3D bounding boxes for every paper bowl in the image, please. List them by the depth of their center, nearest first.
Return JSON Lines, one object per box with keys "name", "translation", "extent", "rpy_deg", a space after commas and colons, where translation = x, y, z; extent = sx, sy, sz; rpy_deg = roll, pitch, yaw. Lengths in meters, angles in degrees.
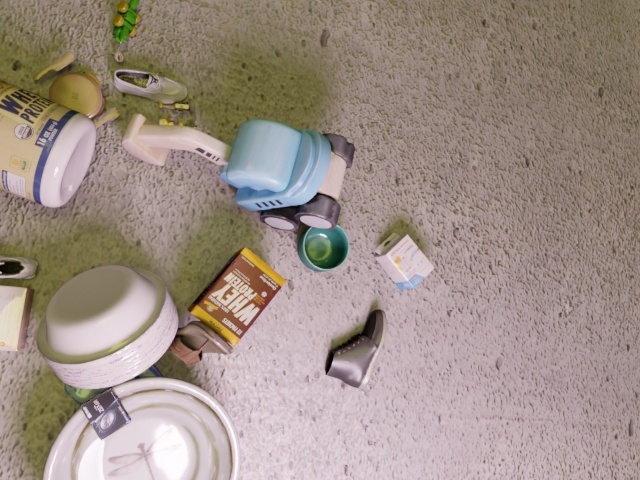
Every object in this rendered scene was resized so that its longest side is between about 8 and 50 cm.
{"name": "paper bowl", "translation": [-0.468, 0.165, 1.103], "extent": [0.284, 0.284, 0.148], "rpy_deg": [-27, 131, -18]}

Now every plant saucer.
{"name": "plant saucer", "translation": [-0.380, 0.493, 1.116], "extent": [0.400, 0.100, 0.401], "rpy_deg": [0, 89, -20]}

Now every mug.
{"name": "mug", "translation": [0.007, 0.007, 1.373], "extent": [0.129, 0.097, 0.158], "rpy_deg": [22, 77, -12]}

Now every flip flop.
{"name": "flip flop", "translation": [-0.309, 0.244, 1.164], "extent": [0.112, 0.277, 0.080], "rpy_deg": [54, 45, -34]}

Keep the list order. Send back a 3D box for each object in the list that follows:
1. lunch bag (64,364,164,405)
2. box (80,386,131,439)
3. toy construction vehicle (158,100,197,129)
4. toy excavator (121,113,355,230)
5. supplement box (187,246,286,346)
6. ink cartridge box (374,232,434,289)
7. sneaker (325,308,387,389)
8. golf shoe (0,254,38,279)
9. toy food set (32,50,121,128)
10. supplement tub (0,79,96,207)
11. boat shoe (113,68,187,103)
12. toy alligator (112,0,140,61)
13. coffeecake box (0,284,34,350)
{"name": "lunch bag", "translation": [-0.468, 0.344, 1.194], "extent": [0.176, 0.090, 0.219], "rpy_deg": [-42, 97, -20]}
{"name": "box", "translation": [-0.437, 0.352, 1.034], "extent": [0.067, 0.018, 0.083], "rpy_deg": [-29, 99, -19]}
{"name": "toy construction vehicle", "translation": [-0.377, -0.321, 1.338], "extent": [0.098, 0.035, 0.086], "rpy_deg": [-1, 94, -14]}
{"name": "toy excavator", "translation": [-0.202, -0.205, 1.250], "extent": [0.445, 0.433, 0.222], "rpy_deg": [29, 69, -39]}
{"name": "supplement box", "translation": [-0.210, 0.136, 1.242], "extent": [0.129, 0.191, 0.194], "rpy_deg": [41, 74, -9]}
{"name": "ink cartridge box", "translation": [0.230, 0.055, 1.438], "extent": [0.092, 0.090, 0.143], "rpy_deg": [-42, 96, -17]}
{"name": "sneaker", "translation": [0.098, 0.280, 1.373], "extent": [0.118, 0.083, 0.222], "rpy_deg": [22, 78, -12]}
{"name": "golf shoe", "translation": [-0.745, 0.056, 1.148], "extent": [0.176, 0.086, 0.069], "rpy_deg": [0, 85, -15]}
{"name": "toy food set", "translation": [-0.607, -0.360, 1.273], "extent": [0.132, 0.038, 0.192], "rpy_deg": [-38, 100, -10]}
{"name": "supplement tub", "translation": [-0.695, -0.228, 1.124], "extent": [0.316, 0.228, 0.228], "rpy_deg": [22, 77, -13]}
{"name": "boat shoe", "translation": [-0.438, -0.405, 1.310], "extent": [0.184, 0.063, 0.066], "rpy_deg": [13, 79, -14]}
{"name": "toy alligator", "translation": [-0.516, -0.549, 1.315], "extent": [0.051, 0.056, 0.190], "rpy_deg": [8, 79, 27]}
{"name": "coffeecake box", "translation": [-0.762, 0.168, 1.136], "extent": [0.185, 0.068, 0.142], "rpy_deg": [7, 81, -16]}
